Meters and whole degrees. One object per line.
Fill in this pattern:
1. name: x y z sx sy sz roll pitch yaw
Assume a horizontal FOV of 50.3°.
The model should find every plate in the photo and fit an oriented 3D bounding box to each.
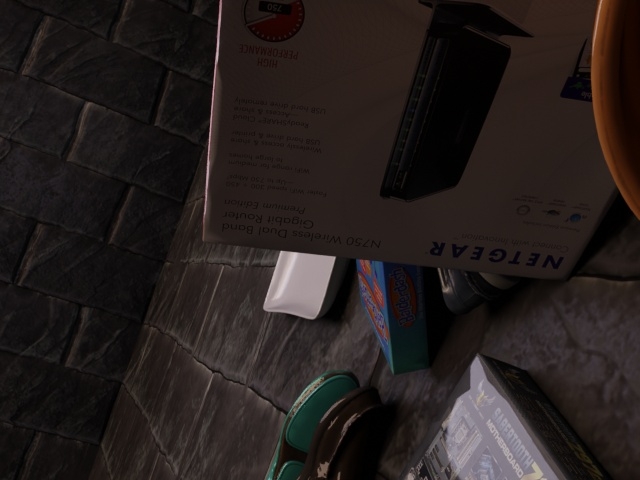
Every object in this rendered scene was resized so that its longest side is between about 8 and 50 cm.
1. plate: 0.000 0.000 1.164 0.278 0.045 0.277 -7 63 68

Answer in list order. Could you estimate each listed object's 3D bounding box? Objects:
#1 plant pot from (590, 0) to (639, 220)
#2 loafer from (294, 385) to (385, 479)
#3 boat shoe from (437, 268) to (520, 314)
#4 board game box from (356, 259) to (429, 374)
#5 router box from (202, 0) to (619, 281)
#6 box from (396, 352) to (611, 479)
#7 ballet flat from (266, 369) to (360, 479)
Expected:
1. plant pot: 0.272 -0.130 0.303 0.291 0.291 0.203 -51 10 41
2. loafer: 0.026 0.277 0.812 0.078 0.080 0.220 32 101 36
3. boat shoe: 0.147 -0.030 0.757 0.079 0.095 0.254 -42 40 30
4. board game box: 0.076 0.023 0.790 0.160 0.047 0.210 -113 13 -62
5. router box: 0.088 -0.115 0.529 0.082 0.335 0.301 -92 11 -48
6. box: 0.145 0.230 0.548 0.183 0.059 0.233 -63 20 16
7. ballet flat: -0.022 0.276 0.911 0.087 0.083 0.247 -141 74 -84
